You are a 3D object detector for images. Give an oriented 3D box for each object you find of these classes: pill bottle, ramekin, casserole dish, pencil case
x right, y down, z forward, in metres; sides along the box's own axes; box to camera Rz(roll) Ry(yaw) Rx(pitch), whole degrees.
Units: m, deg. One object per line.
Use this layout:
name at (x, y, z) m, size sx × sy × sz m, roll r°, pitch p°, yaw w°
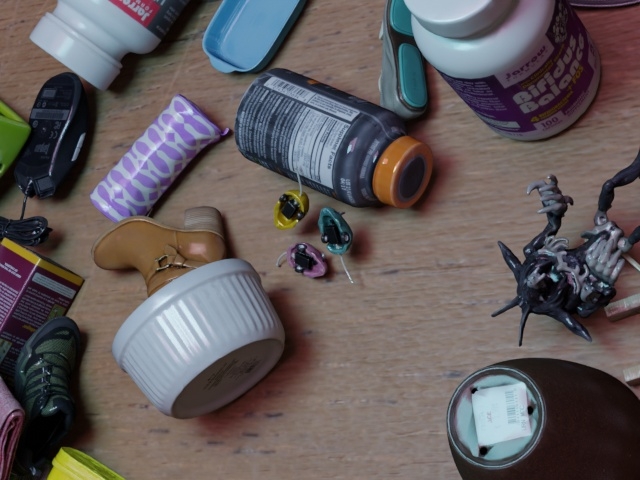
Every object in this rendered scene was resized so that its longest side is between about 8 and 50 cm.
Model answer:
pill bottle at (0.021, -0.121, 1.870) m, size 0.245 × 0.130 × 0.130 m, roll 26°, pitch 85°, yaw 31°
ramekin at (-0.141, 0.128, 1.826) m, size 0.207 × 0.207 × 0.109 m, roll -40°, pitch 68°, yaw 9°
pill bottle at (-0.264, -0.374, 2.079) m, size 0.176 × 0.176 × 0.318 m, roll 35°, pitch 91°, yaw 32°
casserole dish at (-0.084, -0.308, 2.045) m, size 0.114 × 0.037 × 0.188 m, roll 29°, pitch 88°, yaw 32°
pill bottle at (0.206, -0.242, 1.716) m, size 0.169 × 0.301 × 0.169 m, roll -9°, pitch 69°, yaw 24°
pencil case at (-0.223, -0.101, 2.017) m, size 0.088 × 0.086 × 0.206 m, roll 41°, pitch 96°, yaw -2°

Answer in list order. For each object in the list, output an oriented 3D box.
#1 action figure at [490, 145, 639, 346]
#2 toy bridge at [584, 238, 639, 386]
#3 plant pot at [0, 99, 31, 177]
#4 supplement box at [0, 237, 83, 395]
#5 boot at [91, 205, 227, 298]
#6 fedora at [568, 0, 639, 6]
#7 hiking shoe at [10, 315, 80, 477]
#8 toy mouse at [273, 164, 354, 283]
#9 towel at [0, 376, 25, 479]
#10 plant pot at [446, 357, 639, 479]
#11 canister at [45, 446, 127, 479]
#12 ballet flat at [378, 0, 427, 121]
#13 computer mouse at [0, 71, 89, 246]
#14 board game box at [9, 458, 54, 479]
action figure at (0.295, -0.004, 1.652) m, size 0.275 × 0.141 × 0.164 m, roll -43°, pitch 60°, yaw 2°
toy bridge at (0.355, 0.074, 1.689) m, size 0.063 × 0.026 × 0.188 m, roll -21°, pitch 63°, yaw 18°
plant pot at (-0.586, -0.139, 2.114) m, size 0.227 × 0.228 × 0.207 m, roll 36°, pitch 102°, yaw 45°
supplement box at (-0.422, 0.106, 2.032) m, size 0.080 × 0.104 × 0.188 m, roll 27°, pitch 86°, yaw 33°
boot at (-0.217, 0.039, 1.945) m, size 0.197 × 0.073 × 0.152 m, roll -18°, pitch 46°, yaw 17°
fedora at (0.326, -0.419, 1.822) m, size 0.275 × 0.124 × 0.244 m, roll 26°, pitch 86°, yaw 32°
hiking shoe at (-0.351, 0.207, 1.952) m, size 0.114 × 0.086 × 0.227 m, roll 0°, pitch 64°, yaw 41°
toy mouse at (0.000, 0.000, 1.870) m, size 0.143 × 0.031 × 0.161 m, roll 42°, pitch 133°, yaw 15°
towel at (-0.494, 0.210, 1.957) m, size 0.329 × 0.037 × 0.237 m, roll 45°, pitch 127°, yaw 37°
plant pot at (0.226, 0.210, 1.587) m, size 0.215 × 0.230 × 0.215 m, roll -9°, pitch 68°, yaw 24°
canister at (-0.318, 0.368, 1.897) m, size 0.126 × 0.073 × 0.170 m, roll 29°, pitch 89°, yaw 19°
ballet flat at (0.101, -0.249, 1.914) m, size 0.068 × 0.072 × 0.213 m, roll -27°, pitch 54°, yaw 51°
computer mouse at (-0.411, -0.110, 2.138) m, size 0.184 × 0.060 × 0.262 m, roll -1°, pitch 71°, yaw 40°
board game box at (-0.472, 0.324, 2.021) m, size 0.259 × 0.039 × 0.124 m, roll 16°, pitch 79°, yaw 28°
